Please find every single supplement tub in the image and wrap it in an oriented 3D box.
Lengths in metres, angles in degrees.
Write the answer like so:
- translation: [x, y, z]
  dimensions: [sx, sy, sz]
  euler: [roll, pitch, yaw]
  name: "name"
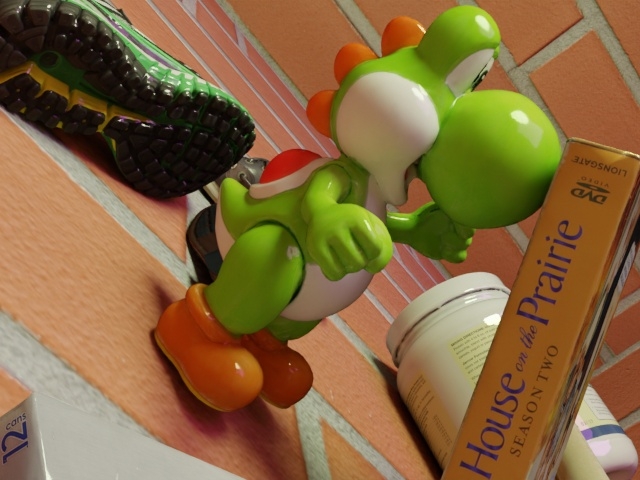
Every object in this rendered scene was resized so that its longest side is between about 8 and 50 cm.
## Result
- translation: [0.251, 0.228, 1.174]
  dimensions: [0.235, 0.235, 0.325]
  euler: [39, 18, -54]
  name: "supplement tub"

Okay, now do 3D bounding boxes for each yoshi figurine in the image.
- translation: [0.052, -0.008, 0.675]
  dimensions: [0.203, 0.362, 0.203]
  euler: [35, 8, -26]
  name: "yoshi figurine"

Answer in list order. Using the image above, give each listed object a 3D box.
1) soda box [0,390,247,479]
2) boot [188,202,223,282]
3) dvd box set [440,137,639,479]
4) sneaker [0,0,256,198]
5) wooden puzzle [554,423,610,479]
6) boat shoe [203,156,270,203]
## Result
- translation: [-0.059, 0.176, 0.408]
  dimensions: [0.286, 0.091, 0.098]
  euler: [41, 17, -48]
  name: "soda box"
- translation: [-0.083, 0.031, 0.887]
  dimensions: [0.219, 0.082, 0.106]
  euler: [-113, -175, -65]
  name: "boot"
- translation: [0.179, 0.153, 0.724]
  dimensions: [0.062, 0.420, 0.307]
  euler: [20, -4, 23]
  name: "dvd box set"
- translation: [-0.186, -0.158, 0.820]
  dimensions: [0.343, 0.134, 0.146]
  euler: [37, 18, -54]
  name: "sneaker"
- translation: [0.230, 0.329, 0.872]
  dimensions: [0.044, 0.238, 0.221]
  euler: [14, 19, -7]
  name: "wooden puzzle"
- translation: [-0.079, -0.059, 1.068]
  dimensions: [0.285, 0.092, 0.103]
  euler: [54, 10, 3]
  name: "boat shoe"
